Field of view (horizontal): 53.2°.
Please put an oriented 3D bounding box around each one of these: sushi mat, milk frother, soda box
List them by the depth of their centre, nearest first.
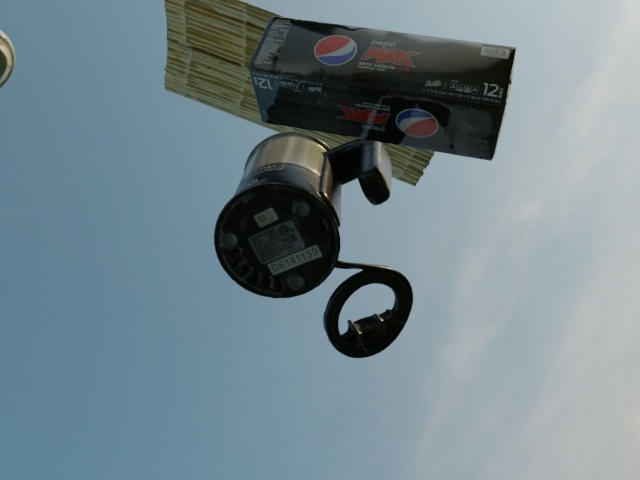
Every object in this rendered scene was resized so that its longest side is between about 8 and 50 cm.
[{"bbox_3d":[0.041,-0.105,0.436,0.060,0.169,0.053,81,-156,-60],"label":"soda box"},{"bbox_3d":[0.000,0.000,0.487,0.129,0.134,0.143,-6,-66,6],"label":"milk frother"},{"bbox_3d":[-0.020,-0.163,0.676,0.151,0.317,0.019,109,-177,-51],"label":"sushi mat"}]

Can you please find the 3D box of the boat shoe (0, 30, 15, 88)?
[{"bbox_3d":[-0.362,-0.115,0.525,0.258,0.084,0.095,-39,-42,-36],"label":"boat shoe"}]
